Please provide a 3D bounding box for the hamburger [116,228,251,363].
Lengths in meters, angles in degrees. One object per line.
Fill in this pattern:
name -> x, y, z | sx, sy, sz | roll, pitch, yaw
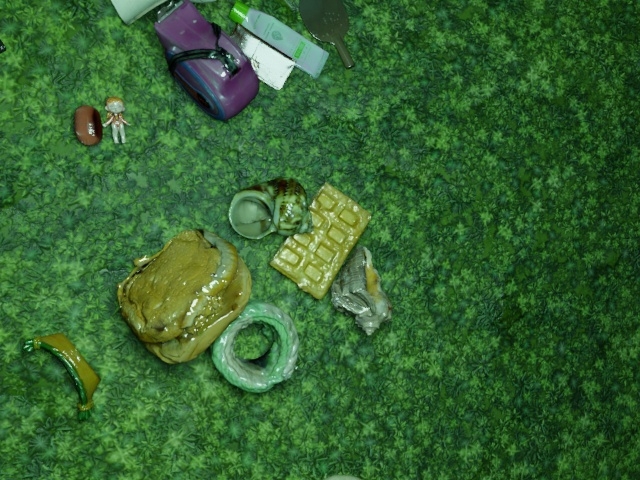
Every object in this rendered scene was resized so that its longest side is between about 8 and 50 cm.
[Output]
hamburger -> -0.306, 0.114, 1.202 | 0.318, 0.318, 0.158 | -43, 136, -13

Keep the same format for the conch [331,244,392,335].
conch -> 0.108, 0.120, 1.358 | 0.162, 0.178, 0.246 | 3, 64, -7

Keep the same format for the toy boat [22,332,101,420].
toy boat -> -0.572, 0.299, 1.194 | 0.088, 0.089, 0.230 | -39, 102, -28

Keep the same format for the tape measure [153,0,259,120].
tape measure -> -0.253, -0.407, 1.226 | 0.231, 0.245, 0.149 | 41, 76, 6

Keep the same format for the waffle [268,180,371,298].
waffle -> 0.000, 0.000, 1.383 | 0.168, 0.057, 0.274 | 35, 80, -13

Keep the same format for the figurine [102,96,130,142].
figurine -> -0.489, -0.287, 1.259 | 0.064, 0.047, 0.109 | -10, 100, -29

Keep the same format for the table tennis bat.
table tennis bat -> 0.028, -0.575, 1.429 | 0.131, 0.022, 0.235 | -28, 94, -16

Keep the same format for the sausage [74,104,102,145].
sausage -> -0.545, -0.269, 1.235 | 0.054, 0.059, 0.094 | -5, 91, 5

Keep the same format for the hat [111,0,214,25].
hat -> -0.363, -0.626, 1.269 | 0.301, 0.168, 0.258 | -34, 74, 9

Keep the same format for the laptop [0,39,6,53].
laptop -> -0.833, -0.437, 1.180 | 0.197, 0.016, 0.135 | -39, 97, -14

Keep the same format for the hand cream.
hand cream -> -0.108, -0.527, 1.380 | 0.275, 0.050, 0.079 | 27, 109, -18

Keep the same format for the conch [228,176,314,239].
conch -> -0.110, -0.070, 1.304 | 0.181, 0.124, 0.187 | 39, 98, 25

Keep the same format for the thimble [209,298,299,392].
thimble -> -0.158, 0.254, 1.282 | 0.218, 0.150, 0.219 | 1, 87, -15

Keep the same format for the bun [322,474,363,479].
bun -> 0.063, 0.724, 1.328 | 0.259, 0.160, 0.260 | 1, 87, -13

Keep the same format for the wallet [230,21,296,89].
wallet -> -0.159, -0.471, 1.358 | 0.176, 0.026, 0.095 | 28, 100, -15
